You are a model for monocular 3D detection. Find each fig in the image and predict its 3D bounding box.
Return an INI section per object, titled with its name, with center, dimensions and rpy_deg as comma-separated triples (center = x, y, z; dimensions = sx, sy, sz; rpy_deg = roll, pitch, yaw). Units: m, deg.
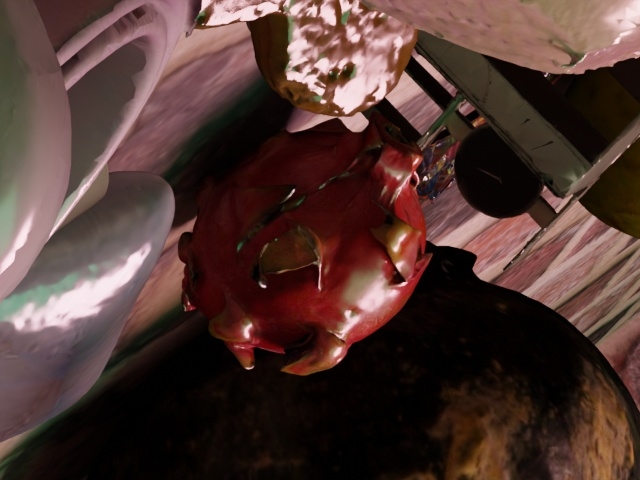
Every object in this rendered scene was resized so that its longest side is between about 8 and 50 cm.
[fig]
center = 0.265, -0.094, 1.521
dimensions = 0.225, 0.203, 0.203
rpy_deg = 5, -155, 42

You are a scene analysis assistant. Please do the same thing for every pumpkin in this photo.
[pumpkin]
center = 0.032, 0.213, 1.430
dimensions = 0.454, 0.344, 0.454
rpy_deg = -34, 163, -12

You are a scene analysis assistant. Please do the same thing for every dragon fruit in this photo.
[dragon fruit]
center = 0.000, 0.000, 1.082
dimensions = 0.133, 0.136, 0.166
rpy_deg = 25, 126, -31

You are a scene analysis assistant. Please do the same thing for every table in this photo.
[table]
center = 0.097, -0.089, 1.044
dimensions = 0.175, 0.146, 0.062
rpy_deg = -48, 168, 26

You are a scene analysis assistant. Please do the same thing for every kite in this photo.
[kite]
center = 0.118, -0.084, 1.446
dimensions = 0.232, 0.009, 0.189
rpy_deg = -34, 165, -34

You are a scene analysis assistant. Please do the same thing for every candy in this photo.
[candy]
center = -0.143, 0.040, 0.931
dimensions = 0.138, 0.071, 0.174
rpy_deg = -24, 161, -32

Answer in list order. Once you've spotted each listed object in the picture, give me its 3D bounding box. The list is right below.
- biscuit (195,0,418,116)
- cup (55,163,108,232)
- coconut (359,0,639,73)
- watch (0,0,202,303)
[biscuit]
center = 0.054, -0.184, 0.731
dimensions = 0.301, 0.049, 0.197
rpy_deg = -50, 149, 3
[cup]
center = -0.136, -0.027, 0.813
dimensions = 0.054, 0.075, 0.083
rpy_deg = -1, -154, 46
[coconut]
center = 0.069, -0.158, 0.555
dimensions = 0.227, 0.227, 0.230
rpy_deg = -35, 159, -28
[watch]
center = -0.145, -0.003, 0.553
dimensions = 0.248, 0.211, 0.217
rpy_deg = -52, 175, 9
